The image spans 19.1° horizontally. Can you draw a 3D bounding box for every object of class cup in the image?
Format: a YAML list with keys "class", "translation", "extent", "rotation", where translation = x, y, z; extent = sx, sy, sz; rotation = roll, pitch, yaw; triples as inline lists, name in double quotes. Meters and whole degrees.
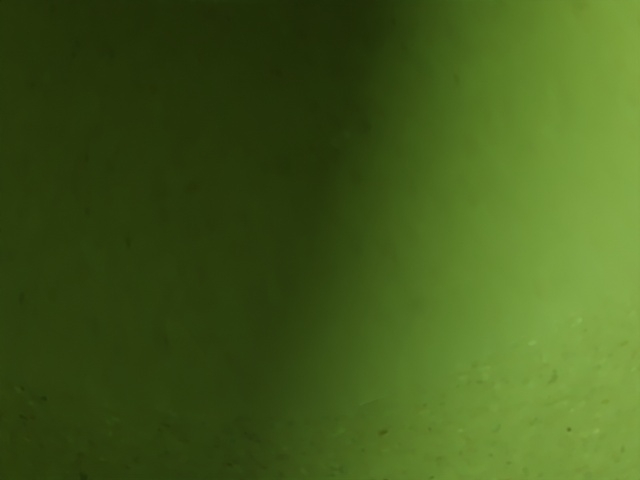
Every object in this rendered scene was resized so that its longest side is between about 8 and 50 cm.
- class: "cup"
  translation: [-0.007, -0.081, 0.508]
  extent: [0.331, 0.331, 0.237]
  rotation: [-62, 29, 31]
